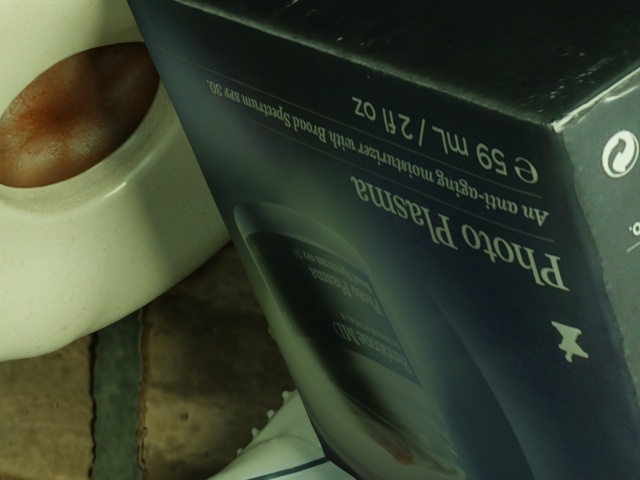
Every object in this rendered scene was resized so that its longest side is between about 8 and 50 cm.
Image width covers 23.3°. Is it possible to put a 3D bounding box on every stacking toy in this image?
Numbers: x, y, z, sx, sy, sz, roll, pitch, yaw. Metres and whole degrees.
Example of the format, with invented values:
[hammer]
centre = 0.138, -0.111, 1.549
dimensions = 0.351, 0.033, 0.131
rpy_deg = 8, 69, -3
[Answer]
[stacking toy]
centre = -0.237, -0.197, 0.901
dimensions = 0.350, 0.350, 0.480
rpy_deg = -47, 61, 13

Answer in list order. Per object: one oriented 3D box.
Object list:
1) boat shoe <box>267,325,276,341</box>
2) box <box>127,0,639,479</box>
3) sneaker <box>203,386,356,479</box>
[boat shoe]
centre = 0.000, 0.000, 0.925
dimensions = 0.045, 0.050, 0.135
rpy_deg = 27, 90, 18
[box]
centre = 0.099, -0.001, 0.662
dimensions = 0.182, 0.296, 0.294
rpy_deg = -35, 123, -20
[sneaker]
centre = -0.001, 0.127, 0.918
dimensions = 0.258, 0.094, 0.091
rpy_deg = -23, 56, 21
